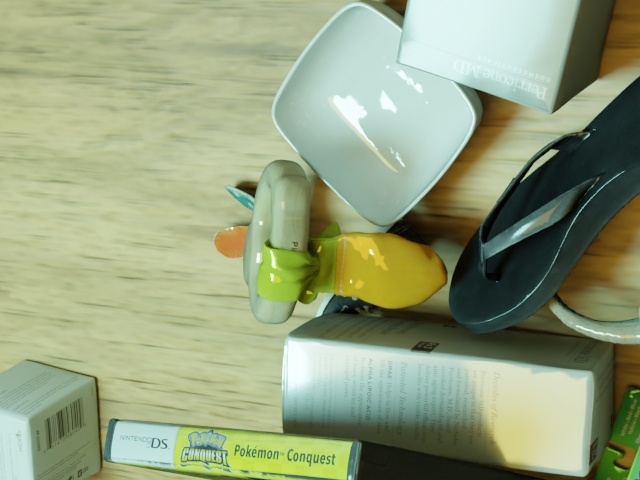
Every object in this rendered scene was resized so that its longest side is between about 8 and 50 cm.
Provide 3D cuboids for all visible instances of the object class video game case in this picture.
[{"bbox_3d":[0.022,0.173,1.288,0.248,0.275,0.035,-1,77,42],"label":"video game case"}]

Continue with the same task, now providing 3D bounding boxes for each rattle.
[{"bbox_3d":[0.000,0.000,1.357,0.143,0.200,0.130,-12,87,-10],"label":"rattle"}]

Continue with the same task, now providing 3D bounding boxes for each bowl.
[{"bbox_3d":[0.048,-0.101,1.307,0.142,0.053,0.142,45,126,8],"label":"bowl"}]

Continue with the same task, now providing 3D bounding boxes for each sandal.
[{"bbox_3d":[0.170,-0.037,1.233,0.054,0.097,0.254,24,122,-30],"label":"sandal"}]

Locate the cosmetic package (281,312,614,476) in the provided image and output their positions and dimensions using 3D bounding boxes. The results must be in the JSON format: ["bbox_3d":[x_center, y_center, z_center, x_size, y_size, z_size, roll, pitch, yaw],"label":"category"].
[{"bbox_3d":[0.097,0.110,1.292,0.231,0.117,0.085,4,99,16],"label":"cosmetic package"}]

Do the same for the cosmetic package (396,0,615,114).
[{"bbox_3d":[0.143,-0.219,1.173,0.127,0.107,0.238,19,115,21],"label":"cosmetic package"}]

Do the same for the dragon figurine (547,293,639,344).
[{"bbox_3d":[0.294,0.054,1.198,0.289,0.144,0.085,7,115,50],"label":"dragon figurine"}]

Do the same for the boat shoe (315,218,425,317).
[{"bbox_3d":[0.039,0.035,1.373,0.038,0.046,0.125,43,117,16],"label":"boat shoe"}]

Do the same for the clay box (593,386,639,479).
[{"bbox_3d":[0.302,0.210,1.276,0.222,0.053,0.127,24,119,20],"label":"clay box"}]

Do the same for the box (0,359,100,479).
[{"bbox_3d":[-0.265,0.177,1.577,0.087,0.101,0.102,12,115,28],"label":"box"}]
